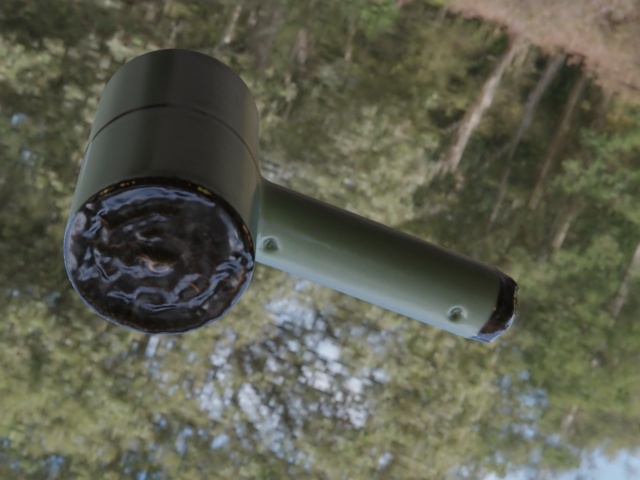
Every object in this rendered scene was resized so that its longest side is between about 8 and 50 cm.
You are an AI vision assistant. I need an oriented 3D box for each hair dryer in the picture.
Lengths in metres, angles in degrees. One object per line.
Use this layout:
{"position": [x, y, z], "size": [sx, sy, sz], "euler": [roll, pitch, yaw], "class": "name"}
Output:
{"position": [0.000, 0.000, 0.872], "size": [0.361, 0.128, 0.203], "euler": [20, -150, -15], "class": "hair dryer"}
